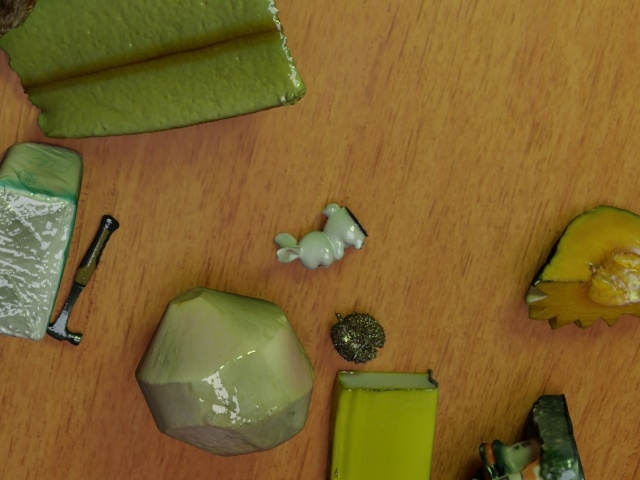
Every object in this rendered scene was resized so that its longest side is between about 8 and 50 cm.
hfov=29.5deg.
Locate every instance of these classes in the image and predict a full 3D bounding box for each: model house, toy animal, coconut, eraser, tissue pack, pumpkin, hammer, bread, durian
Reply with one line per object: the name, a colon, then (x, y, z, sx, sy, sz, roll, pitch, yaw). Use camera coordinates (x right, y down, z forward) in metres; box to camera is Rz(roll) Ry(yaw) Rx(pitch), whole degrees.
model house: (0.261, 0.385, 1.837, 0.300, 0.271, 0.190, -19, 103, 12)
toy animal: (0.004, 0.005, 1.762, 0.124, 0.071, 0.085, -36, 109, 3)
coconut: (-0.137, 0.180, 1.711, 0.259, 0.259, 0.259, -2, 107, -8)
eraser: (0.093, 0.313, 1.869, 0.158, 0.069, 0.226, 1, 106, -11)
tissue pack: (-0.387, -0.008, 1.594, 0.124, 0.271, 0.201, 17, 103, -13)
pumpkin: (0.408, 0.042, 1.834, 0.254, 0.149, 0.130, 0, 149, -13)
hammer: (-0.346, 0.053, 1.749, 0.078, 0.021, 0.201, 24, 102, -14)
bread: (-0.232, -0.244, 1.568, 0.361, 0.245, 0.233, -19, 106, -5)
durian: (0.054, 0.141, 1.810, 0.080, 0.080, 0.091, -36, 97, 3)

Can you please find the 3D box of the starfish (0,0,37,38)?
starfish: (-0.419, -0.314, 1.535, 0.327, 0.375, 0.094, -12, 144, 31)
